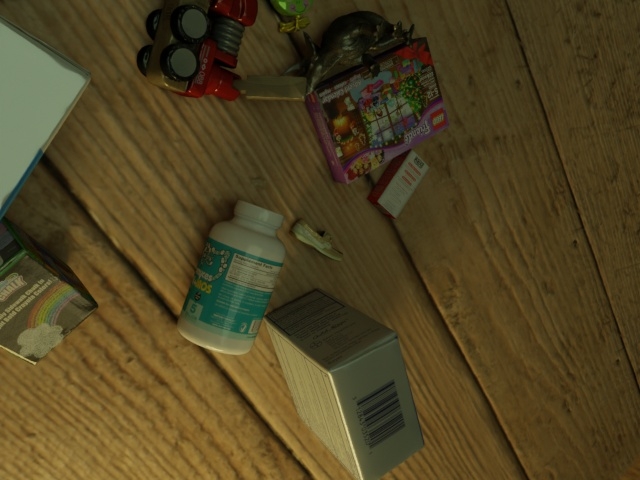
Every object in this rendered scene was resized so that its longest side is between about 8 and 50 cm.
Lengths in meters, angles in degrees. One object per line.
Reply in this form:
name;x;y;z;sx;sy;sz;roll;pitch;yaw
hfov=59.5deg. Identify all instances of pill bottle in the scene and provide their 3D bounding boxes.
pill bottle;-0.153;0.063;1.025;0.146;0.146;0.264;20;90;-32

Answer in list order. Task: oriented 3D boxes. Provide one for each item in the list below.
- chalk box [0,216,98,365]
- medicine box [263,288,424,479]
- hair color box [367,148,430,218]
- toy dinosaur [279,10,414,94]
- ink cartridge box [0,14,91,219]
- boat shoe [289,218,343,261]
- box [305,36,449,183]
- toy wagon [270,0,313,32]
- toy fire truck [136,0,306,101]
chalk box;-0.461;0.058;0.813;0.132;0.132;0.213;-45;141;-13
medicine box;0.039;0.271;1.101;0.149;0.289;0.263;-25;113;-21
hair color box;0.172;-0.126;1.233;0.072;0.043;0.141;39;82;-31
toy dinosaur;0.074;-0.390;1.061;0.313;0.160;0.121;-45;148;-29
ink cartridge box;-0.426;-0.149;0.721;0.129;0.307;0.223;32;84;-30
boat shoe;0.000;0.000;1.156;0.135;0.050;0.045;31;90;-32
box;0.124;-0.272;1.162;0.293;0.057;0.200;-32;116;-21
toy wagon;-0.071;-0.546;0.977;0.267;0.068;0.344;-24;112;-24
toy fire truck;-0.147;-0.333;0.948;0.246;0.158;0.217;13;94;-44
